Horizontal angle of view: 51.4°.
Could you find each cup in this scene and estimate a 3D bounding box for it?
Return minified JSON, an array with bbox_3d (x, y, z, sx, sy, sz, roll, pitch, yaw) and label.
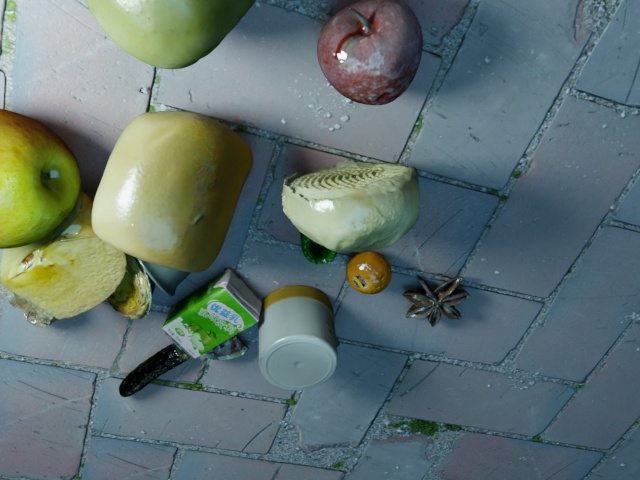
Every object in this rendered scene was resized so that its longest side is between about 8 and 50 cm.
[{"bbox_3d":[-0.408,0.032,1.842,0.150,0.199,0.199,-35,124,-2],"label":"cup"}]

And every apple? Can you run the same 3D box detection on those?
[{"bbox_3d":[-0.296,-0.532,1.318,0.358,0.357,0.357,-2,127,-3],"label":"apple"},{"bbox_3d":[-0.665,0.027,1.740,0.309,0.252,0.314,-34,87,7],"label":"apple"},{"bbox_3d":[-0.743,-0.144,1.554,0.340,0.339,0.339,-2,127,-3],"label":"apple"}]

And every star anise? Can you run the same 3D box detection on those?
[{"bbox_3d":[0.360,0.194,2.077,0.212,0.073,0.196,-4,123,1],"label":"star anise"}]

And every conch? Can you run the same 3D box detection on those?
[{"bbox_3d":[-0.830,0.182,1.928,0.207,0.130,0.155,28,107,-12],"label":"conch"}]

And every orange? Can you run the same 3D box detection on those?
[{"bbox_3d":[0.146,0.094,1.956,0.136,0.118,0.135,24,129,33],"label":"orange"}]

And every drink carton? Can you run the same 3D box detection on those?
[{"bbox_3d":[-0.330,0.222,2.005,0.271,0.108,0.161,-32,116,19],"label":"drink carton"}]

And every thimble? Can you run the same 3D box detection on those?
[{"bbox_3d":[0.000,0.000,1.889,0.118,0.090,0.130,-19,125,12],"label":"thimble"}]

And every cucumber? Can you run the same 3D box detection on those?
[{"bbox_3d":[-0.559,0.428,2.171,0.303,0.072,0.081,-33,123,19],"label":"cucumber"}]

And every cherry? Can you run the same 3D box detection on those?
[{"bbox_3d":[0.114,-0.434,1.502,0.236,0.212,0.285,-4,154,22],"label":"cherry"}]

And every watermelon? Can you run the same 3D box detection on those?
[{"bbox_3d":[-0.322,0.329,2.124,0.187,0.071,0.139,1,122,-5],"label":"watermelon"}]

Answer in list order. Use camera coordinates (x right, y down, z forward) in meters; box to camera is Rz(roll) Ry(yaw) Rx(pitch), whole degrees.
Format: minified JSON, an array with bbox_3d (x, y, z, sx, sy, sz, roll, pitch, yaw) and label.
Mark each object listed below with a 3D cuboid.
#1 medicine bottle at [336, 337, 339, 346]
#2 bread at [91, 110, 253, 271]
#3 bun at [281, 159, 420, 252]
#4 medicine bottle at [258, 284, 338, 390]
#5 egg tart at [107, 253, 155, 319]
[{"bbox_3d":[0.020,0.350,2.180,0.047,0.047,0.083,34,117,-26],"label":"medicine bottle"},{"bbox_3d":[-0.343,-0.122,1.607,0.348,0.253,0.375,25,85,-35],"label":"bread"},{"bbox_3d":[0.086,-0.075,1.663,0.365,0.364,0.202,-6,107,-1],"label":"bun"},{"bbox_3d":[-0.070,0.296,2.015,0.238,0.231,0.237,-2,128,-3],"label":"medicine bottle"},{"bbox_3d":[-0.538,0.110,1.882,0.094,0.234,0.234,-20,143,-47],"label":"egg tart"}]
